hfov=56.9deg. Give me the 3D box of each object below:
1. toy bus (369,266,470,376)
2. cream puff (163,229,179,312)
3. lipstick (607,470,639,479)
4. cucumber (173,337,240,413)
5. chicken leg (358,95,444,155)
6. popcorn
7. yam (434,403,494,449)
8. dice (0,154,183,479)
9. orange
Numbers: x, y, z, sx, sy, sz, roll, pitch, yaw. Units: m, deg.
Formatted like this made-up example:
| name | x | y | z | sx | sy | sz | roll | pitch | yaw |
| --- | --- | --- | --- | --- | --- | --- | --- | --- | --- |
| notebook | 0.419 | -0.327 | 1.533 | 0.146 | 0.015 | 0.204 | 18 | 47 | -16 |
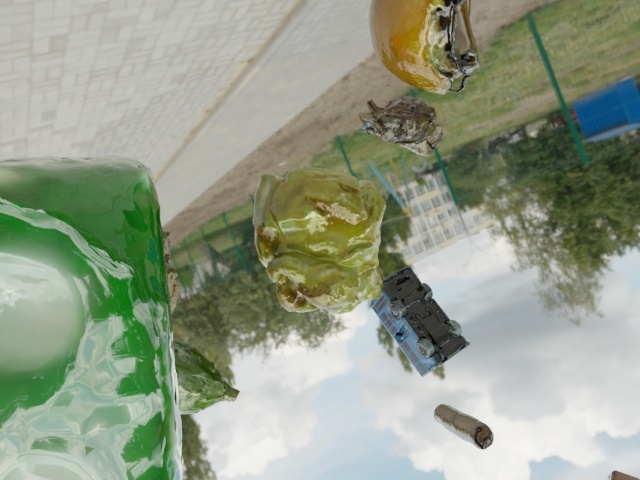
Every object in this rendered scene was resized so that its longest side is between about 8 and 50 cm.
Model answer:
| name | x | y | z | sx | sy | sz | roll | pitch | yaw |
| --- | --- | --- | --- | --- | --- | --- | --- | --- | --- |
| toy bus | 0.177 | 0.152 | 1.106 | 0.090 | 0.184 | 0.106 | -27 | 161 | -24 |
| cream puff | -0.375 | 0.054 | 1.114 | 0.244 | 0.196 | 0.244 | 20 | 164 | 6 |
| lipstick | 0.454 | 0.430 | 0.901 | 0.045 | 0.045 | 0.145 | 17 | -130 | 19 |
| cucumber | -0.233 | 0.187 | 0.839 | 0.245 | 0.134 | 0.134 | 21 | 169 | -14 |
| chicken leg | 0.125 | -0.171 | 0.887 | 0.125 | 0.080 | 0.196 | 9 | -159 | -8 |
| popcorn | -0.005 | 0.004 | 1.063 | 0.226 | 0.276 | 0.276 | 3 | 172 | -21 |
| yam | 0.261 | 0.339 | 1.088 | 0.046 | 0.046 | 0.264 | -21 | 175 | -6 |
| dice | -0.262 | 0.087 | 0.454 | 0.298 | 0.299 | 0.287 | -5 | -171 | -19 |
| orange | 0.104 | -0.221 | 0.591 | 0.113 | 0.159 | 0.170 | -2 | 167 | 3 |
